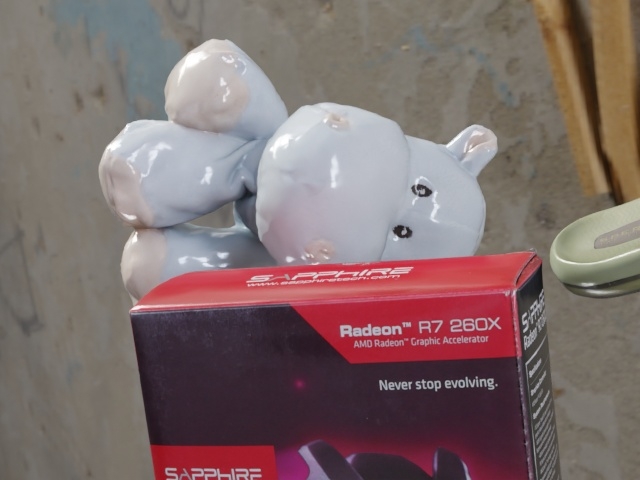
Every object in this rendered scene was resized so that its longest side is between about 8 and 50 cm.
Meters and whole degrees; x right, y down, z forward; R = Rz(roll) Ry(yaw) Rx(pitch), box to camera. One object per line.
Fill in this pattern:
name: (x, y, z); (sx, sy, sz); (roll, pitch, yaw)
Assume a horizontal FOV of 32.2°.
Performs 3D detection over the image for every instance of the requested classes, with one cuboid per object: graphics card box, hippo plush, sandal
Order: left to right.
hippo plush: (0.000, 0.000, 0.824); (0.236, 0.294, 0.234); (22, 90, 53)
graphics card box: (0.029, 0.200, 0.658); (0.232, 0.094, 0.371); (-4, 99, 20)
sandal: (0.286, -0.049, 0.743); (0.302, 0.120, 0.086); (-24, 105, 23)
